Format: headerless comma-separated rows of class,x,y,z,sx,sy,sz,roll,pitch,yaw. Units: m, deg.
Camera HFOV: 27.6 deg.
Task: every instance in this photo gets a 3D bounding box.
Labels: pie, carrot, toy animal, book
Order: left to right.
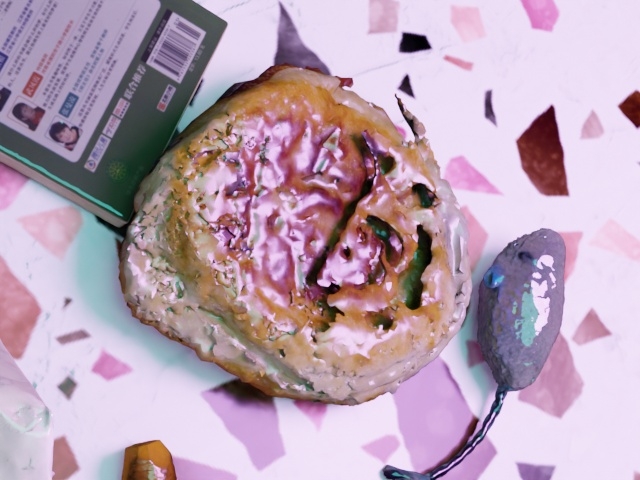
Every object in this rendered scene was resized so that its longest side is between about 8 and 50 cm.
book,-0.225,-0.159,1.014,0.264,0.027,0.202,30,68,-15
carrot,-0.111,0.232,0.957,0.042,0.042,0.171,-14,85,-26
pie,-0.001,0.000,1.035,0.308,0.085,0.308,7,73,-26
toy animal,0.145,0.105,1.096,0.079,0.070,0.253,23,78,20

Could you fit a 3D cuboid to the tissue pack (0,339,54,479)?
tissue pack,-0.358,0.148,0.711,0.380,0.297,0.207,-5,104,-27
